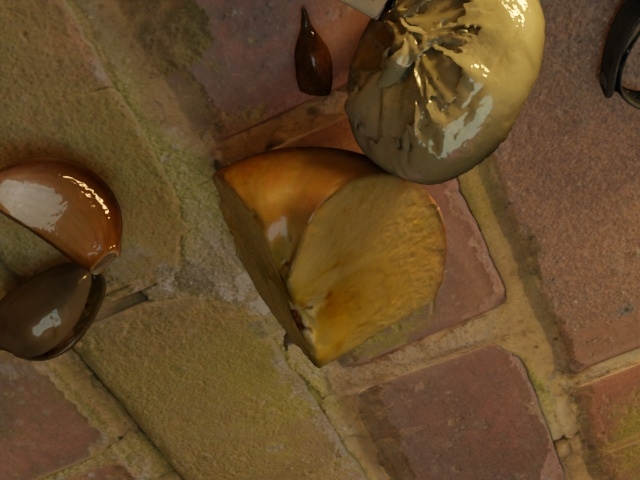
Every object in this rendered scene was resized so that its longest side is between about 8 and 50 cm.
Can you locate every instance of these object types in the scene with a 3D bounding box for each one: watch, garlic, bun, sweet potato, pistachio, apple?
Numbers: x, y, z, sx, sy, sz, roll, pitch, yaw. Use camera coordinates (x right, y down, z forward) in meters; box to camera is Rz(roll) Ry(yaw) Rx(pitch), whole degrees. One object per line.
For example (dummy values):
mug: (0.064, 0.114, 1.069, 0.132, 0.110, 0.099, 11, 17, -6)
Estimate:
watch: (0.476, -0.272, 1.434, 0.193, 0.068, 0.206, -10, 131, -5)
garlic: (-0.359, -0.045, 1.413, 0.207, 0.128, 0.115, 28, 160, -25)
bun: (0.127, -0.215, 1.264, 0.146, 0.287, 0.287, 25, 119, -35)
sweet potato: (-0.012, -0.242, 1.372, 0.049, 0.049, 0.117, -12, 119, -3)
pistachio: (-0.390, 0.101, 1.522, 0.185, 0.124, 0.124, -39, 127, -1)
apple: (0.000, 0.000, 1.418, 0.314, 0.252, 0.309, 3, 135, 18)

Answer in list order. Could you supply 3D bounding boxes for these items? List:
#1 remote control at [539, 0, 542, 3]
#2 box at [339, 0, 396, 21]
remote control: (0.242, -0.284, 1.397, 0.061, 0.029, 0.162, 14, 124, -20)
box: (-0.015, -0.469, 1.123, 0.385, 0.122, 0.344, 22, 121, -21)
